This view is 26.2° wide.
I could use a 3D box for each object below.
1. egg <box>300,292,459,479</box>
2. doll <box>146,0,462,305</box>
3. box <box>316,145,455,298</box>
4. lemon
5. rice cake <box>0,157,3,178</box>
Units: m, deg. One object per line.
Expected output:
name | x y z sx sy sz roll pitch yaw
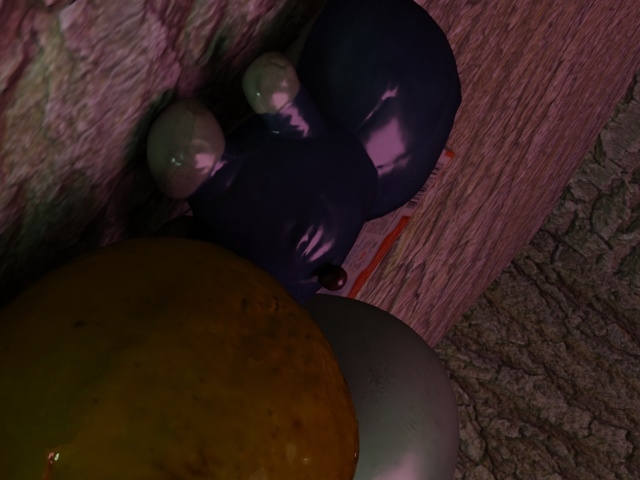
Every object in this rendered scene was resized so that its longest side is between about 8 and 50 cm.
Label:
egg | -0.064 0.196 1.114 0.389 0.276 0.276 -35 174 19
doll | -0.003 -0.071 0.979 0.258 0.154 0.228 -55 163 -32
box | 0.000 0.000 1.316 0.273 0.048 0.265 -54 160 10
lemon | -0.115 0.137 0.840 0.310 0.258 0.258 -51 169 -35
rice cake | -0.240 0.027 0.558 0.256 0.057 0.052 -45 -177 -35
